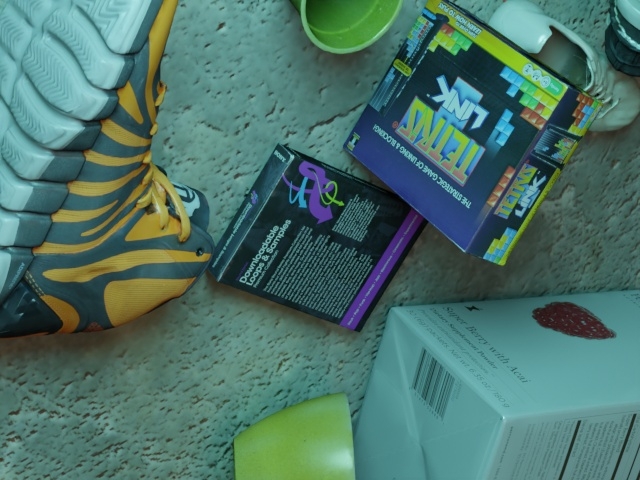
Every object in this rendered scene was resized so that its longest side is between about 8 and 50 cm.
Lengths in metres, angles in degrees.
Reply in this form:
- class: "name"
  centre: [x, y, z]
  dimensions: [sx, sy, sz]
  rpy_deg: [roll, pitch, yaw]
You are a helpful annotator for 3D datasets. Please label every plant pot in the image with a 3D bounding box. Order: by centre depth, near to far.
- class: "plant pot"
  centre: [0.004, -0.184, 1.147]
  dimensions: [0.083, 0.079, 0.083]
  rpy_deg: [-17, 126, -24]
- class: "plant pot"
  centre: [-0.024, 0.194, 1.360]
  dimensions: [0.095, 0.134, 0.134]
  rpy_deg: [-2, 123, -5]

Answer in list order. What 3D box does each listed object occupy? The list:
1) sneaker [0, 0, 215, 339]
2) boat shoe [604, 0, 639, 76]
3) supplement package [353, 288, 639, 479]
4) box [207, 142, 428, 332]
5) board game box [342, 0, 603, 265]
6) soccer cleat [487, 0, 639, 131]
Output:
- class: "sneaker"
  centre: [-0.139, -0.068, 1.116]
  dimensions: [0.180, 0.124, 0.321]
  rpy_deg: [7, 125, -41]
- class: "boat shoe"
  centre: [0.333, -0.242, 1.320]
  dimensions: [0.302, 0.114, 0.091]
  rpy_deg: [-35, 161, -22]
- class: "supplement package"
  centre: [0.202, 0.163, 1.442]
  dimensions: [0.293, 0.177, 0.175]
  rpy_deg: [-2, 120, -33]
- class: "box"
  centre: [0.000, 0.000, 1.301]
  dimensions: [0.162, 0.029, 0.116]
  rpy_deg: [22, 105, -42]
- class: "board game box"
  centre: [0.108, -0.085, 1.220]
  dimensions: [0.048, 0.170, 0.141]
  rpy_deg: [20, 106, -43]
- class: "soccer cleat"
  centre: [0.204, -0.130, 1.319]
  dimensions: [0.196, 0.076, 0.068]
  rpy_deg: [28, 101, -42]
